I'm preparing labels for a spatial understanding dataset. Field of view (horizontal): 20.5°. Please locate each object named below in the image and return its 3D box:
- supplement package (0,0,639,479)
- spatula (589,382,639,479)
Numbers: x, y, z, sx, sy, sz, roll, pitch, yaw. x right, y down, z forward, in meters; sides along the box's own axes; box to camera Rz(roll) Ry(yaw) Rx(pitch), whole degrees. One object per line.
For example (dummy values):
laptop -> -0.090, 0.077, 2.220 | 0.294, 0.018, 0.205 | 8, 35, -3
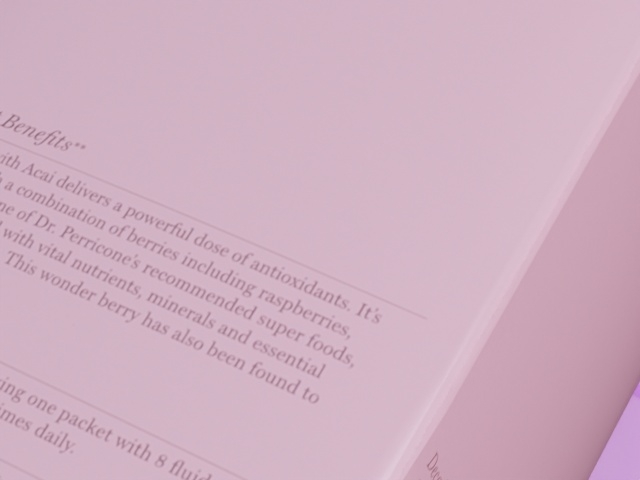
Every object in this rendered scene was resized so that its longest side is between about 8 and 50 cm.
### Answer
supplement package -> 0.000, 0.000, 0.515 | 0.177, 0.175, 0.293 | 23, 65, 23
spatula -> 0.037, 0.164, 0.538 | 0.084, 0.030, 0.296 | 24, 67, 8
